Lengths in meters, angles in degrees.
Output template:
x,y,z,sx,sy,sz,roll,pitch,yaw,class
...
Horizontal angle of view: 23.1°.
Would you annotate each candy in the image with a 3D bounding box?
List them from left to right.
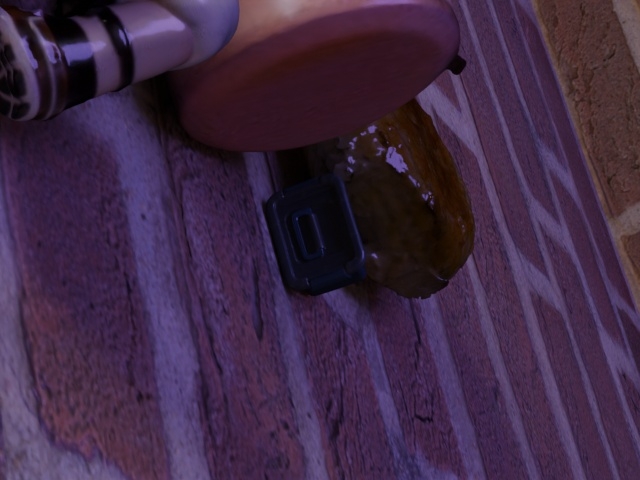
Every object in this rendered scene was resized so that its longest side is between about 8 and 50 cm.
x,y,z,sx,sy,sz,roll,pitch,yaw,class
-0.003,-0.160,1.282,0.255,0.255,0.094,22,46,-64,candy

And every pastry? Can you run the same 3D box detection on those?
x,y,z,sx,sy,sz,roll,pitch,yaw,class
0.057,-0.065,1.543,0.257,0.120,0.236,52,19,-28,pastry

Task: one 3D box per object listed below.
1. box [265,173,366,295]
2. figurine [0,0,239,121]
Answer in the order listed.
x,y,z,sx,sy,sz,roll,pitch,yaw,class
0.000,0.000,1.385,0.054,0.074,0.099,59,14,-65,box
-0.172,-0.259,1.030,0.320,0.196,0.323,-64,137,-68,figurine
